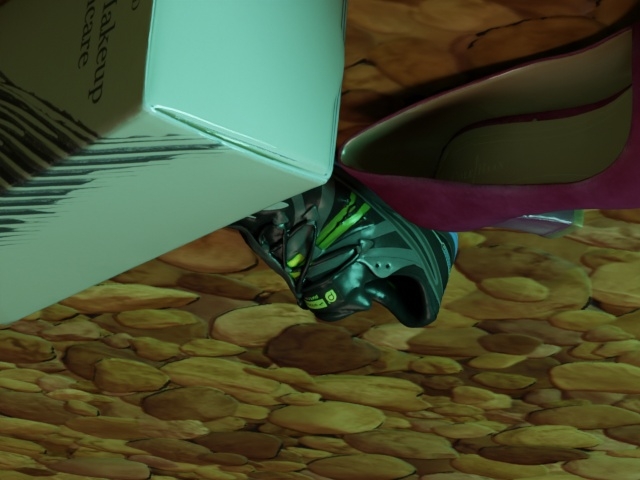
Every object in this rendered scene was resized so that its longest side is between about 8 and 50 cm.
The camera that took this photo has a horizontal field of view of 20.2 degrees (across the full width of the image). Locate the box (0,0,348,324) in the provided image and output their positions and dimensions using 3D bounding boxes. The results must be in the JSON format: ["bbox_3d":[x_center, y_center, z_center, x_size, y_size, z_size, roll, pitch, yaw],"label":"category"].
[{"bbox_3d":[-0.107,-0.050,0.808,0.094,0.113,0.275,20,153,-32],"label":"box"}]

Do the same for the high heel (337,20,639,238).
[{"bbox_3d":[0.098,-0.059,0.803,0.117,0.082,0.244,13,165,-16],"label":"high heel"}]

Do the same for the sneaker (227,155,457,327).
[{"bbox_3d":[0.000,0.000,0.958,0.188,0.078,0.067,21,153,-35],"label":"sneaker"}]
